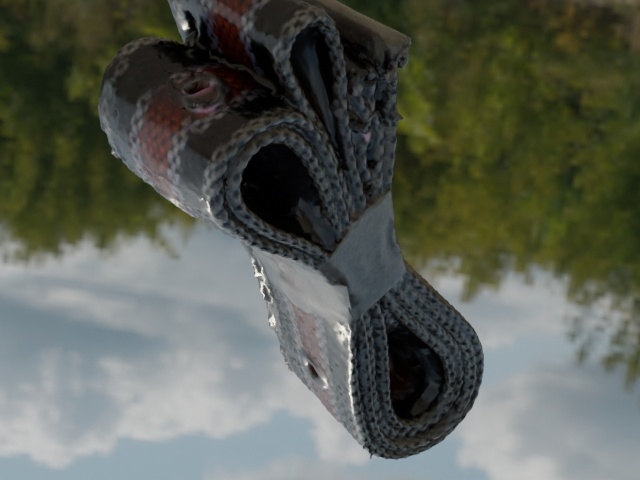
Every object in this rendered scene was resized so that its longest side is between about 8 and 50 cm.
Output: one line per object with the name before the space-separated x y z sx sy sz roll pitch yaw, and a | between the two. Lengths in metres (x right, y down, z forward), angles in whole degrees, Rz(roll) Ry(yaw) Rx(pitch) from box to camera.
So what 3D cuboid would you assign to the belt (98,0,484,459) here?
belt | 0.000 0.000 0.894 0.094 0.126 0.359 34 162 33
